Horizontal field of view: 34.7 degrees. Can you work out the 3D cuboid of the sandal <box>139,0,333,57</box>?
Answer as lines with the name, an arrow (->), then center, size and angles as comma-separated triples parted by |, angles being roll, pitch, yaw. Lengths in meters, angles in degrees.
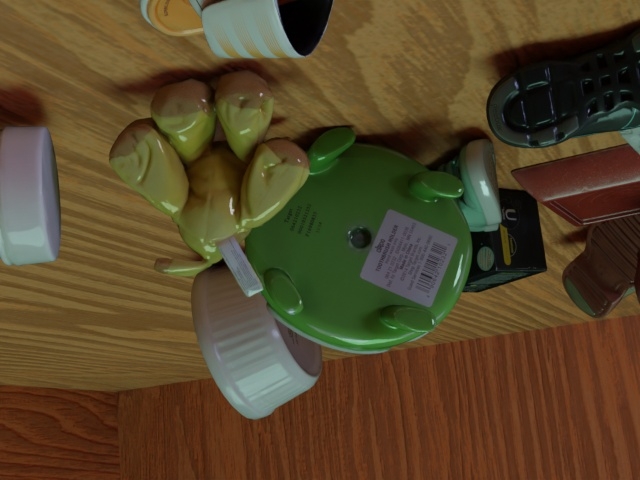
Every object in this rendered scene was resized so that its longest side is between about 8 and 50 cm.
sandal -> -0.013, -0.175, 0.729 | 0.265, 0.076, 0.102 | -11, 166, 23

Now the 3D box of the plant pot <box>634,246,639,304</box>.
plant pot -> 0.574, 0.037, 1.359 | 0.273, 0.272, 0.265 | -2, 170, -14

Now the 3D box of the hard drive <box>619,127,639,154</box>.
hard drive -> 0.488, -0.082, 1.009 | 0.339, 0.064, 0.237 | 9, 164, 45

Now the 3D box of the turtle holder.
turtle holder -> 0.008, 0.018, 1.207 | 0.320, 0.243, 0.227 | -6, 168, -5

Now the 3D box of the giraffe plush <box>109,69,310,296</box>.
giraffe plush -> -0.094, -0.067, 1.027 | 0.181, 0.210, 0.170 | -10, -165, 6

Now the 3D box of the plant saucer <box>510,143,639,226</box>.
plant saucer -> 0.426, -0.075, 1.419 | 0.259, 0.047, 0.258 | -13, 165, 25

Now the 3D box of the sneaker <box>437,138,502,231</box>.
sneaker -> 0.148, -0.054, 1.287 | 0.151, 0.094, 0.256 | -4, 166, 8

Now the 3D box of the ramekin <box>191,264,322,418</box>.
ramekin -> -0.098, 0.153, 1.729 | 0.127, 0.272, 0.273 | -23, 163, 15

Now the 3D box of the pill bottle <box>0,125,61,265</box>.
pill bottle -> -0.411, -0.032, 0.951 | 0.319, 0.176, 0.176 | -4, 167, -7

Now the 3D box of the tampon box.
tampon box -> 0.236, 0.004, 1.512 | 0.101, 0.120, 0.161 | 2, 165, -32

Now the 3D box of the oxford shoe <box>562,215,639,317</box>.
oxford shoe -> 0.529, 0.001, 1.703 | 0.146, 0.140, 0.397 | -34, 170, -18

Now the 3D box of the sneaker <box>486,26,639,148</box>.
sneaker -> 0.293, -0.154, 0.976 | 0.267, 0.101, 0.106 | -8, -174, 16
